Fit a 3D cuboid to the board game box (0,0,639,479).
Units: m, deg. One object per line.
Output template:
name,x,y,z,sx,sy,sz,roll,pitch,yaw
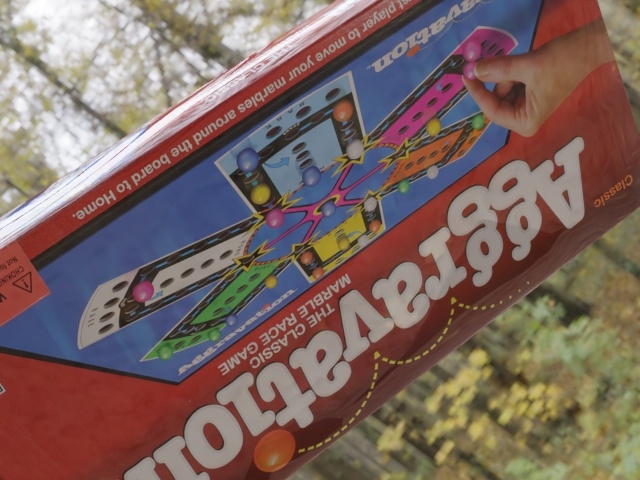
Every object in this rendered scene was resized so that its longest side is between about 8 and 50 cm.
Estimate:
board game box,0.000,0.000,0.436,0.281,0.027,0.145,-36,-58,-15
